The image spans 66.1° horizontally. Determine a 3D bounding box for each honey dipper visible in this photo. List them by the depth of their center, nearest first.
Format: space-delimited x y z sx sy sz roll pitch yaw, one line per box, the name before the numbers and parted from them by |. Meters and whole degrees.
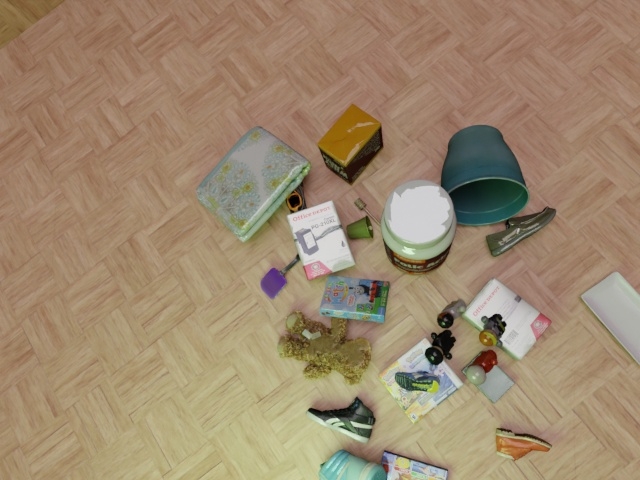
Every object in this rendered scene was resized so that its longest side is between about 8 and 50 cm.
honey dipper | 0.181 -0.086 1.745 0.030 0.030 0.160 -40 76 -2

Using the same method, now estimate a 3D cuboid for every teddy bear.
teddy bear | 0.011 0.351 1.632 0.338 0.113 0.245 -1 66 17

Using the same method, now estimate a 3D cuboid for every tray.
tray | 0.950 0.242 1.517 0.145 0.030 0.270 -35 72 1

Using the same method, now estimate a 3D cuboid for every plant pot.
plant pot | 0.518 -0.226 1.610 0.272 0.271 0.255 -4 60 9
plant pot | 0.135 -0.038 1.719 0.079 0.083 0.083 -15 73 18

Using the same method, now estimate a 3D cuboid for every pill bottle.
pill bottle | 0.300 -0.031 1.516 0.224 0.392 0.224 -3 75 10

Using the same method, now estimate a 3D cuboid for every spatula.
spatula | -0.098 0.079 1.749 0.296 0.030 0.084 -46 74 -3

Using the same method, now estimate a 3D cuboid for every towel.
towel | -0.251 -0.213 1.790 0.374 0.090 0.320 -49 58 -1

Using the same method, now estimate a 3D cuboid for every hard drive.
hard drive | 0.527 0.429 1.548 0.094 0.022 0.135 -44 72 -2

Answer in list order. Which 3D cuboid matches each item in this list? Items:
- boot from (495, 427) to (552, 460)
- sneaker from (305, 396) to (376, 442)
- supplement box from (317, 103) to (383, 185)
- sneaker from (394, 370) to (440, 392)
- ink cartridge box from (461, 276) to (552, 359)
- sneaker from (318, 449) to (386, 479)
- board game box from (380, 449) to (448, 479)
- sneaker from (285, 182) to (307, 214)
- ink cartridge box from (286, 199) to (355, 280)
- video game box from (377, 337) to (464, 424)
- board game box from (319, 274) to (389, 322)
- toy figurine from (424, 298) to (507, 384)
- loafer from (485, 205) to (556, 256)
boot | 0.605 0.620 1.470 0.158 0.059 0.084 5 79 20
sneaker | 0.071 0.550 1.578 0.217 0.079 0.121 21 77 6
supplement box | 0.110 -0.333 1.734 0.129 0.194 0.191 39 85 17
sneaker | 0.302 0.435 1.528 0.144 0.059 0.053 4 107 28
ink cartridge box | 0.579 0.246 1.551 0.218 0.092 0.158 41 86 15
sneaker | 0.077 0.789 1.500 0.208 0.127 0.319 16 98 40
board game box | 0.277 0.743 1.505 0.201 0.035 0.136 13 78 13
sneaker | -0.100 -0.179 1.791 0.084 0.083 0.215 -23 71 6
ink cartridge box | 0.000 0.000 1.687 0.172 0.100 0.237 -19 85 -1
video game box | 0.318 0.445 1.571 0.205 0.048 0.187 -39 70 -1
board game box | 0.115 0.192 1.635 0.211 0.039 0.160 4 40 12
toy figurine | 0.435 0.301 1.478 0.213 0.148 0.209 25 124 28
loafer | 0.653 -0.045 1.612 0.251 0.094 0.087 -33 77 1
